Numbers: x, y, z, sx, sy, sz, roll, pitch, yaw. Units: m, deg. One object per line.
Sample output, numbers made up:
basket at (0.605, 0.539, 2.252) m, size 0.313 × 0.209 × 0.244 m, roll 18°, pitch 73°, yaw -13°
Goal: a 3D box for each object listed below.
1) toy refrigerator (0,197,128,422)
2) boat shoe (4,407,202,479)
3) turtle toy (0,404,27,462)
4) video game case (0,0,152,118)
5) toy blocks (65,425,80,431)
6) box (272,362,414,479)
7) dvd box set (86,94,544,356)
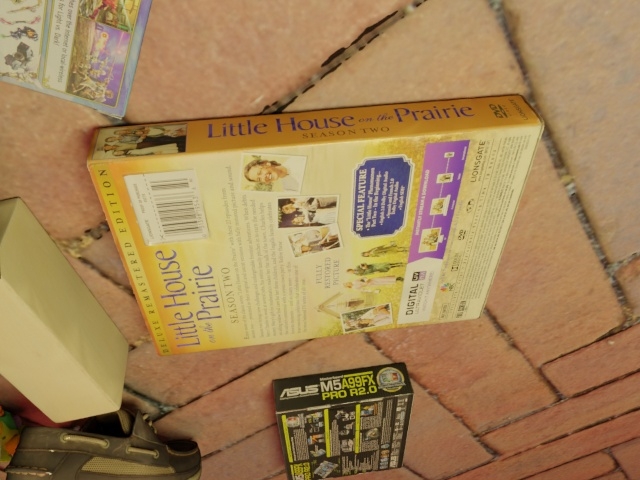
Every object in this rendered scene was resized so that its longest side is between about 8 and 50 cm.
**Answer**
toy refrigerator at (-0.318, 0.091, 0.620) m, size 0.094 × 0.102 × 0.270 m, roll -13°, pitch 136°, yaw 2°
boat shoe at (-0.279, 0.303, 0.790) m, size 0.132 × 0.130 × 0.355 m, roll -3°, pitch 166°, yaw 18°
turtle toy at (-0.471, 0.280, 0.801) m, size 0.095 × 0.066 × 0.130 m, roll -18°, pitch 135°, yaw 7°
video game case at (-0.218, -0.235, 0.345) m, size 0.244 × 0.061 × 0.270 m, roll 14°, pitch 130°, yaw -21°
toy blocks at (-0.380, 0.349, 0.894) m, size 0.123 × 0.054 × 0.148 m, roll 27°, pitch 124°, yaw -31°
box at (0.038, 0.317, 0.939) m, size 0.216 × 0.060 × 0.270 m, roll -7°, pitch 135°, yaw -3°
dvd box set at (0.000, 0.000, 0.619) m, size 0.419 × 0.062 × 0.308 m, roll -6°, pitch 135°, yaw -5°
